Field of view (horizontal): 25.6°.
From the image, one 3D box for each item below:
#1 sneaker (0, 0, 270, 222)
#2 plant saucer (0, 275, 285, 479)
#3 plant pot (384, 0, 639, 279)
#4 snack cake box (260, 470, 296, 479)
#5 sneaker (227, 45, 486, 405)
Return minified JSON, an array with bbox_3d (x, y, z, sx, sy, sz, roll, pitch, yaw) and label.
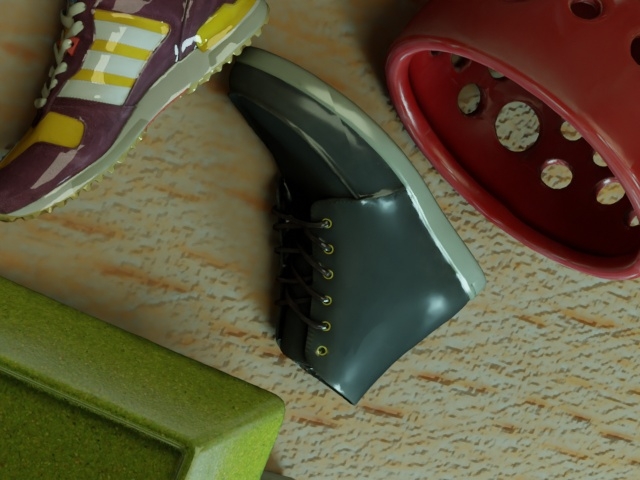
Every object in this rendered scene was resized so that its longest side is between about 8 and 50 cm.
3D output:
[{"bbox_3d":[-0.115,-0.090,0.707,0.185,0.069,0.084,-45,114,-18],"label":"sneaker"},{"bbox_3d":[-0.138,0.132,0.703,0.188,0.045,0.188,22,94,7],"label":"plant saucer"},{"bbox_3d":[0.161,-0.100,0.792,0.174,0.191,0.191,-46,123,-14],"label":"plant pot"},{"bbox_3d":[-0.104,0.255,0.803,0.152,0.089,0.264,19,94,-35],"label":"snack cake box"},{"bbox_3d":[0.000,0.000,0.788,0.118,0.083,0.222,-48,124,-9],"label":"sneaker"}]
